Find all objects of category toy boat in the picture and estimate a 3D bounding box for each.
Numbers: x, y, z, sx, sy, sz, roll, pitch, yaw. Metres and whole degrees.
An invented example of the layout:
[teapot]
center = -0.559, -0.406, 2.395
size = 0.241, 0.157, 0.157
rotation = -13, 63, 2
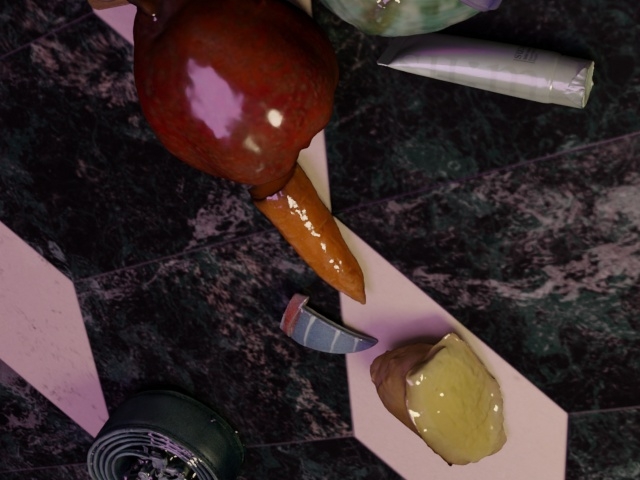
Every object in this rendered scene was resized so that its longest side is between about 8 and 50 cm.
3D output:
[toy boat]
center = 0.009, 0.122, 1.465
size = 0.122, 0.034, 0.096
rotation = 30, 140, 7

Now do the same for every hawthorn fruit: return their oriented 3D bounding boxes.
[hawthorn fruit]
center = -0.102, -0.179, 1.165
size = 0.208, 0.208, 0.248
rotation = -19, 130, 40

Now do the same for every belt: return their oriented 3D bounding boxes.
[belt]
center = -0.244, 0.336, 1.734
size = 0.267, 0.116, 0.206
rotation = -25, 113, 39

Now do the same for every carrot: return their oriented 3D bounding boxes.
[carrot]
center = 0.000, 0.000, 1.356
size = 0.072, 0.072, 0.205
rotation = -19, 117, 41

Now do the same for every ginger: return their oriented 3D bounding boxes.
[ginger]
center = 0.143, 0.203, 1.412
size = 0.122, 0.115, 0.193
rotation = 9, 139, 54

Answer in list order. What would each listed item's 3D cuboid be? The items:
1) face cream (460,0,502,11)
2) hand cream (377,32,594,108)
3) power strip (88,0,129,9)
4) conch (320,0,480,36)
[face cream]
center = 0.198, -0.348, 0.782
size = 0.137, 0.235, 0.420
rotation = 21, 120, -14
[hand cream]
center = 0.163, -0.172, 1.117
size = 0.204, 0.078, 0.050
rotation = 14, 132, 17
[power strip]
center = -0.153, -0.300, 1.232
size = 0.305, 0.044, 0.064
rotation = -2, 121, 33
[conch]
center = 0.076, -0.291, 1.016
size = 0.277, 0.195, 0.220
rotation = 34, 115, 38
